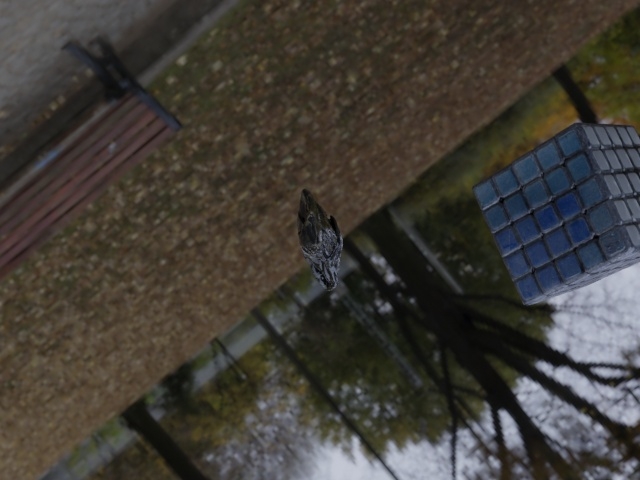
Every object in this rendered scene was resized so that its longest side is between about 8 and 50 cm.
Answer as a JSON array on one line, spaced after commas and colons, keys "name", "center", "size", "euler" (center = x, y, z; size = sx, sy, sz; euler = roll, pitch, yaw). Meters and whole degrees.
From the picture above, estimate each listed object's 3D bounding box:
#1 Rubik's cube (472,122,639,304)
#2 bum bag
[{"name": "Rubik's cube", "center": [0.447, -0.048, 1.754], "size": [0.238, 0.237, 0.237], "euler": [-9, 161, -49]}, {"name": "bum bag", "center": [0.000, -0.001, 1.609], "size": [0.248, 0.069, 0.102], "euler": [73, 25, -69]}]
